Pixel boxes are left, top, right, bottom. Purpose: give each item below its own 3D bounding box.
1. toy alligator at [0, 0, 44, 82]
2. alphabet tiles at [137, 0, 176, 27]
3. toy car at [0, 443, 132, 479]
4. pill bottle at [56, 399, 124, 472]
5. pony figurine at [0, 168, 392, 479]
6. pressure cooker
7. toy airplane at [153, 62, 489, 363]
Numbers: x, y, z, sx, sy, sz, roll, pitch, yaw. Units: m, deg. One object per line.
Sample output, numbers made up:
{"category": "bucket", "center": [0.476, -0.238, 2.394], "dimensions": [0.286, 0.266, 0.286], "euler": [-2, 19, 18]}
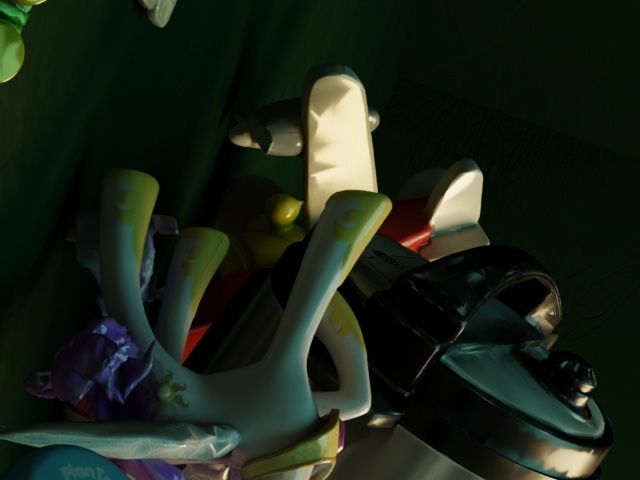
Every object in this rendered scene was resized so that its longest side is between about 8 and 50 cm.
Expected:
{"category": "toy alligator", "center": [-0.171, -0.086, 0.722], "dimensions": [0.051, 0.056, 0.190], "euler": [30, 78, -42]}
{"category": "alphabet tiles", "center": [-0.087, -0.302, 1.174], "dimensions": [0.284, 0.021, 0.278], "euler": [51, 60, -84]}
{"category": "toy car", "center": [-0.217, 0.087, 0.654], "dimensions": [0.219, 0.210, 0.238], "euler": [-41, -128, 30]}
{"category": "pill bottle", "center": [-0.207, 0.203, 1.449], "dimensions": [0.086, 0.086, 0.152], "euler": [-34, 144, -81]}
{"category": "pony figurine", "center": [-0.106, 0.131, 1.169], "dimensions": [0.303, 0.351, 0.363], "euler": [108, -14, -60]}
{"category": "pressure cooker", "center": [0.067, 0.180, 1.500], "dimensions": [0.420, 0.375, 0.370], "euler": [-55, -158, 14]}
{"category": "toy airplane", "center": [0.000, 0.000, 1.833], "dimensions": [0.384, 0.272, 0.386], "euler": [19, 106, -53]}
